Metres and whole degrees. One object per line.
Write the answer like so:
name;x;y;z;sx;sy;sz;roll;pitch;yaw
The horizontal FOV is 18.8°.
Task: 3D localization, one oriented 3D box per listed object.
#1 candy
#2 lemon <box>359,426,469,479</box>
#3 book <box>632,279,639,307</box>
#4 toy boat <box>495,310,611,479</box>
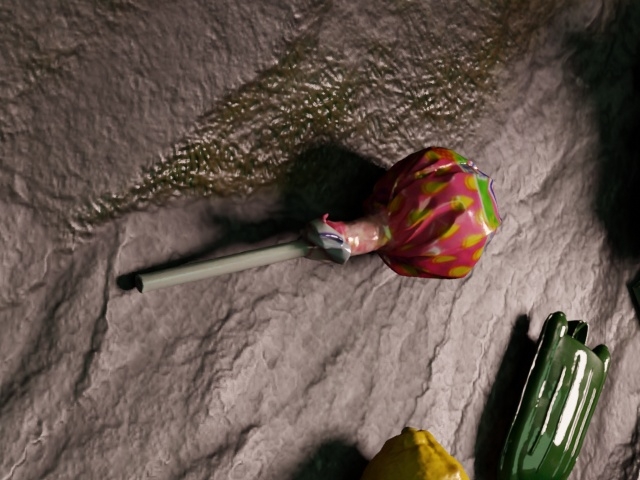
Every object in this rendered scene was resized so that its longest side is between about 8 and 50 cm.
candy;0.000;0.000;1.705;0.365;0.124;0.124;-12;97;-30
lemon;0.088;0.246;1.751;0.114;0.114;0.155;-2;85;-41
book;0.390;0.085;2.082;0.103;0.017;0.135;-35;109;-37
toy boat;0.230;0.173;1.920;0.104;0.052;0.210;36;68;-37
